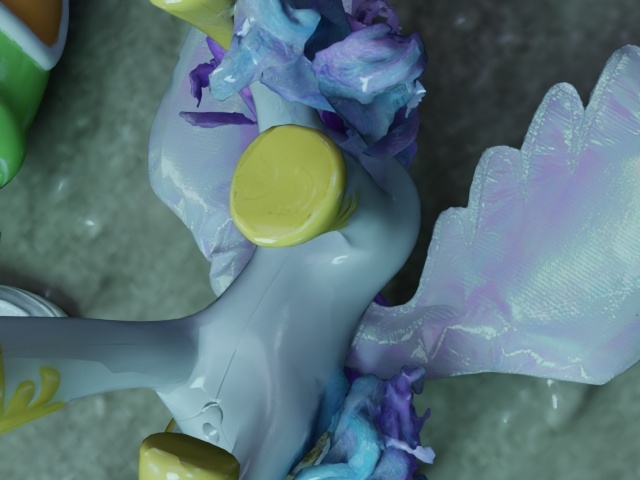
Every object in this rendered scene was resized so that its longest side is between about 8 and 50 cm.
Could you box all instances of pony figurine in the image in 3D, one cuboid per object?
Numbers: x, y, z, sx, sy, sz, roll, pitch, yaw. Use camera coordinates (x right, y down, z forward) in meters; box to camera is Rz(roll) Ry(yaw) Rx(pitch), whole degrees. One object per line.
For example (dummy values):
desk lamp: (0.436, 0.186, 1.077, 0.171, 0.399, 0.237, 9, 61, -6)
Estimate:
pony figurine: (0.000, 0.000, 0.766, 0.303, 0.363, 0.351, 25, 82, 20)

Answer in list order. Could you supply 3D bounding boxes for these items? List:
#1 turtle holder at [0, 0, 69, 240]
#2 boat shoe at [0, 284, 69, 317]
turtle holder: (-0.275, -0.132, 0.944, 0.320, 0.243, 0.227, -11, 57, 55)
boat shoe: (-0.227, 0.043, 0.968, 0.184, 0.063, 0.066, 17, 88, 19)
